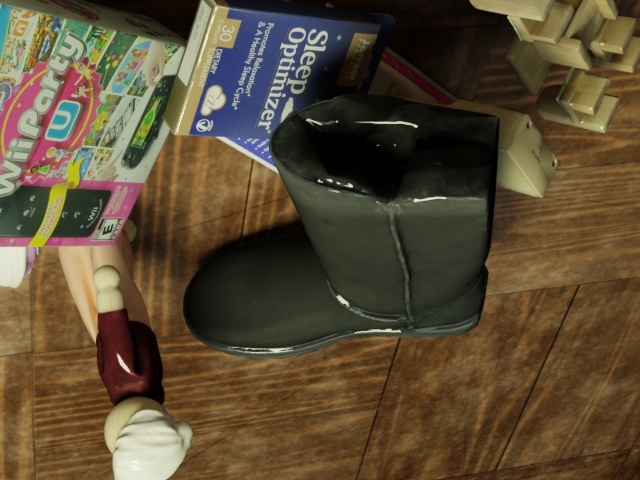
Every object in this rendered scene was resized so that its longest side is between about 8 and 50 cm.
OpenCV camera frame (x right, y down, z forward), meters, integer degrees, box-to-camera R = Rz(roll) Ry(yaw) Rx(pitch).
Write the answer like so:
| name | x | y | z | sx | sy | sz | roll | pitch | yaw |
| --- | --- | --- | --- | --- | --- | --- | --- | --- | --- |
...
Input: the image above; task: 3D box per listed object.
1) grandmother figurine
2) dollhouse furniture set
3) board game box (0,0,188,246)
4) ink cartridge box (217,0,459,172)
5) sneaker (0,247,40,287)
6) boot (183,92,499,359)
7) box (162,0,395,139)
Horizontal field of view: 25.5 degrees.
| name | x | y | z | sx | sy | sz | roll | pitch | yaw |
| --- | --- | --- | --- | --- | --- | --- | --- | --- | --- |
| grandmother figurine | -0.210 | 0.112 | 1.503 | 0.104 | 0.342 | 0.208 | -23 | 143 | 6 |
| dollhouse furniture set | 0.194 | -0.187 | 1.453 | 0.242 | 0.161 | 0.212 | -62 | 142 | -13 |
| board game box | -0.258 | -0.107 | 1.257 | 0.303 | 0.097 | 0.224 | 1 | 119 | -62 |
| ink cartridge box | 0.012 | -0.138 | 1.510 | 0.176 | 0.069 | 0.371 | -36 | 142 | 23 |
| sneaker | -0.360 | -0.068 | 1.433 | 0.152 | 0.114 | 0.305 | 1 | 139 | 0 |
| boot | 0.002 | -0.001 | 1.474 | 0.367 | 0.146 | 0.445 | -7 | 163 | 3 |
| box | -0.029 | -0.162 | 1.361 | 0.225 | 0.036 | 0.136 | -1 | 124 | -36 |
